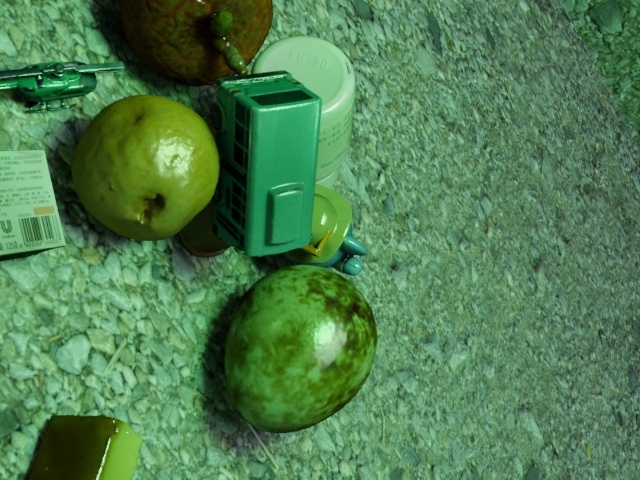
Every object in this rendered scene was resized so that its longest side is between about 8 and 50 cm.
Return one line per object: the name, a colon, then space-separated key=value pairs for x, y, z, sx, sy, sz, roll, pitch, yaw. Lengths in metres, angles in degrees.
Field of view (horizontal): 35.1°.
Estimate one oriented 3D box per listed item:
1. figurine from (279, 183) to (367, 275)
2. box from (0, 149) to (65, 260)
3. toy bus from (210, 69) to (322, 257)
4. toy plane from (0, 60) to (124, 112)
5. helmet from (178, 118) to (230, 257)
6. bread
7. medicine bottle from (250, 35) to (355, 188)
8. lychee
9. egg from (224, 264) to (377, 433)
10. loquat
figurine: x=0.001 y=-0.004 z=1.740 sx=0.180 sy=0.154 sz=0.262 roll=55 pitch=6 yaw=28
box: x=-0.430 y=-0.039 z=1.268 sx=0.199 sy=0.081 sz=0.135 roll=-9 pitch=85 yaw=-56
toy bus: x=-0.080 y=-0.104 z=1.474 sx=0.128 sy=0.147 sz=0.256 roll=-12 pitch=123 yaw=-28
toy plane: x=-0.388 y=-0.214 z=1.376 sx=0.235 sy=0.096 sz=0.060 roll=-14 pitch=87 yaw=-37
helmet: x=-0.156 y=-0.092 z=1.619 sx=0.198 sy=0.130 sz=0.224 roll=-5 pitch=84 yaw=-51
bread: x=-0.319 y=0.385 z=1.221 sx=0.077 sy=0.138 sz=0.361 roll=43 pitch=47 yaw=-40
medicine bottle: x=-0.031 y=-0.192 z=1.687 sx=0.293 sy=0.170 sz=0.170 roll=93 pitch=4 yaw=-63
lychee: x=-0.194 y=-0.359 z=1.559 sx=0.255 sy=0.255 sz=0.300 roll=34 pitch=27 yaw=-44
egg: x=-0.035 y=0.175 z=1.597 sx=0.238 sy=0.238 sz=0.289 roll=49 pitch=47 yaw=-32
loquat: x=-0.247 y=-0.102 z=1.432 sx=0.208 sy=0.208 sz=0.208 roll=23 pitch=61 yaw=-48
